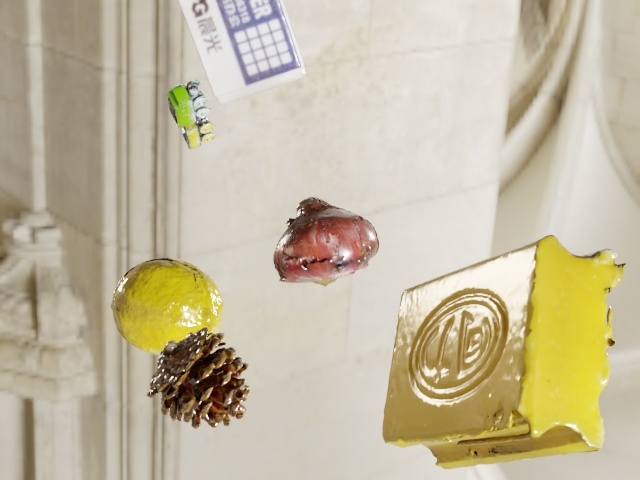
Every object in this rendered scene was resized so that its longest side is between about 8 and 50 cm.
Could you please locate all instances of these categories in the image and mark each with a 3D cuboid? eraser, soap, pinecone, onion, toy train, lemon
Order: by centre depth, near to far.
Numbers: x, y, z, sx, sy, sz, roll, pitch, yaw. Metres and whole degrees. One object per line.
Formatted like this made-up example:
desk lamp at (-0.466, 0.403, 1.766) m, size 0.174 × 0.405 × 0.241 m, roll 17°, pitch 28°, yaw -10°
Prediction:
soap at (0.178, 0.125, 1.217) m, size 0.096 × 0.204 × 0.324 m, roll 14°, pitch 163°, yaw -18°
eraser at (-0.118, -0.322, 1.460) m, size 0.124 × 0.279 × 0.081 m, roll -19°, pitch -163°, yaw 1°
pinecone at (-0.186, 0.222, 1.849) m, size 0.173 × 0.174 × 0.173 m, roll 3°, pitch -159°, yaw -1°
onion at (0.000, 0.000, 1.902) m, size 0.184 × 0.147 × 0.184 m, roll -22°, pitch 175°, yaw -2°
lemon at (-0.310, 0.136, 2.365) m, size 0.260 × 0.204 × 0.204 m, roll 11°, pitch -159°, yaw 32°
toy train at (-0.269, -0.259, 2.436) m, size 0.081 × 0.202 × 0.060 m, roll -22°, pitch -114°, yaw -9°
